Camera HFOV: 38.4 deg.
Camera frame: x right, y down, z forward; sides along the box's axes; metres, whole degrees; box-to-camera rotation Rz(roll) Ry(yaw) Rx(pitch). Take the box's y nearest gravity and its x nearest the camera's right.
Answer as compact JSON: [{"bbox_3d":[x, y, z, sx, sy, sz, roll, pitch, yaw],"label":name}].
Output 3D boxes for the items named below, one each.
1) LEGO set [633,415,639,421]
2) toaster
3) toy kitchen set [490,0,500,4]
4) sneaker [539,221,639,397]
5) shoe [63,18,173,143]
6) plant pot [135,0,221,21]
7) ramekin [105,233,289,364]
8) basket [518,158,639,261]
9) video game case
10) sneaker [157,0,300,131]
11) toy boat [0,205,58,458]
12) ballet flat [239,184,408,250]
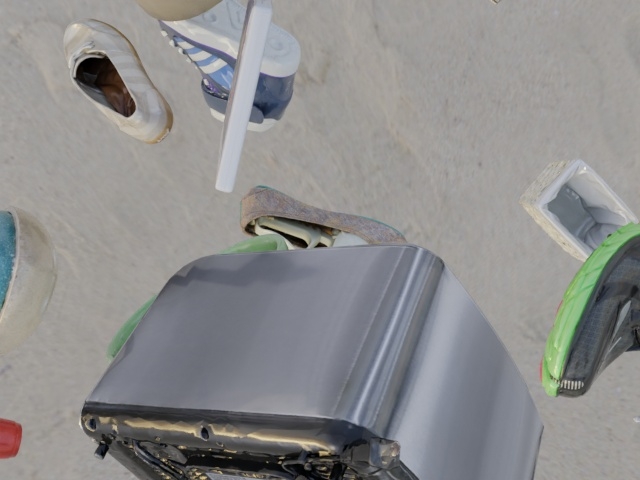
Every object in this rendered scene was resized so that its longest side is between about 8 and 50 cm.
[{"bbox_3d":[0.442,0.264,1.042,0.060,0.244,0.183,-13,68,-6],"label":"LEGO set"},{"bbox_3d":[0.009,0.094,0.439,0.185,0.168,0.110,-5,47,36],"label":"toaster"},{"bbox_3d":[0.178,-0.294,0.947,0.068,0.075,0.083,42,45,5],"label":"toy kitchen set"},{"bbox_3d":[0.501,0.078,1.327,0.482,0.185,0.202,-33,57,-26],"label":"sneaker"},{"bbox_3d":[-0.250,-0.199,1.085,0.077,0.058,0.219,-51,60,15],"label":"shoe"},{"bbox_3d":[-0.253,-0.488,1.280,0.256,0.274,0.257,-12,66,28],"label":"plant pot"},{"bbox_3d":[-0.144,0.136,1.335,0.303,0.303,0.148,-33,106,0],"label":"ramekin"},{"bbox_3d":[0.436,-0.048,1.567,0.167,0.103,0.113,43,86,-14],"label":"basket"},{"bbox_3d":[-0.086,-0.178,1.025,0.023,0.183,0.201,12,113,-9],"label":"video game case"},{"bbox_3d":[-0.197,-0.310,1.592,0.322,0.236,0.130,31,52,2],"label":"sneaker"},{"bbox_3d":[-0.427,0.110,1.130,0.148,0.267,0.319,14,67,-29],"label":"toy boat"},{"bbox_3d":[0.000,0.000,1.642,0.315,0.108,0.106,16,46,1],"label":"ballet flat"}]
